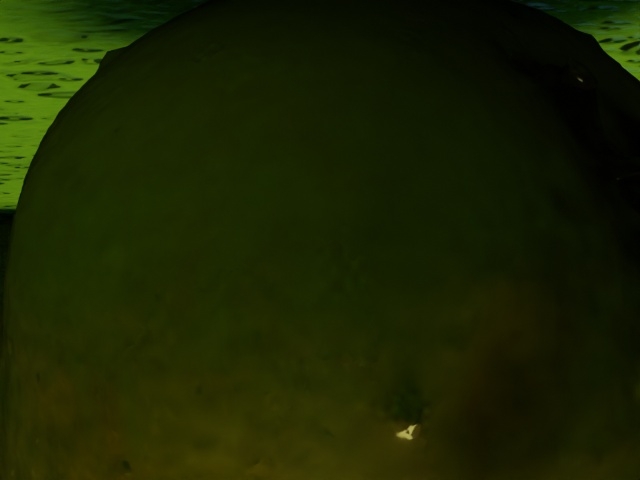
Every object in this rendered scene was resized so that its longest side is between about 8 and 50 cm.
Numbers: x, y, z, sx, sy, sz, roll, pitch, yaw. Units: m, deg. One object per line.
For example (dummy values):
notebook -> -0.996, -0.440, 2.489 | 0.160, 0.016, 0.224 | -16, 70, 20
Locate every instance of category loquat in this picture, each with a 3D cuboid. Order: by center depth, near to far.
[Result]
loquat -> 0.016, 0.024, 0.501 | 0.213, 0.213, 0.213 | -2, 175, 0

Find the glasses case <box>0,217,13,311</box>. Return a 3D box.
glasses case -> -0.279, 0.055, 0.994 | 0.323, 0.131, 0.074 | -1, 172, -10
